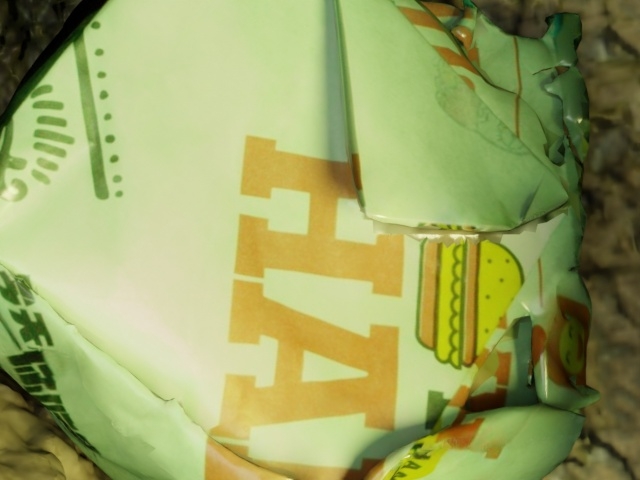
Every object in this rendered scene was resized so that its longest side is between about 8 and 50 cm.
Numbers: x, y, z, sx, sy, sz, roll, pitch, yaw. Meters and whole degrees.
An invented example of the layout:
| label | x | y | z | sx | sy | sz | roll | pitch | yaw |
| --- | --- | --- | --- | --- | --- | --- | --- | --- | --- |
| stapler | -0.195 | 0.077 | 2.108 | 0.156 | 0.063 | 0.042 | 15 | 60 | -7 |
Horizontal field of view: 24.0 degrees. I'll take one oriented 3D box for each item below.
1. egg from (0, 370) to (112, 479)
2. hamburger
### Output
| label | x | y | z | sx | sy | sz | roll | pitch | yaw |
| --- | --- | --- | --- | --- | --- | --- | --- | --- | --- |
| egg | -0.187 | 0.176 | 0.499 | 0.279 | 0.279 | 0.310 | 41 | 87 | 13 |
| hamburger | 0.002 | -0.003 | 0.508 | 0.214 | 0.125 | 0.235 | 37 | 61 | -1 |
